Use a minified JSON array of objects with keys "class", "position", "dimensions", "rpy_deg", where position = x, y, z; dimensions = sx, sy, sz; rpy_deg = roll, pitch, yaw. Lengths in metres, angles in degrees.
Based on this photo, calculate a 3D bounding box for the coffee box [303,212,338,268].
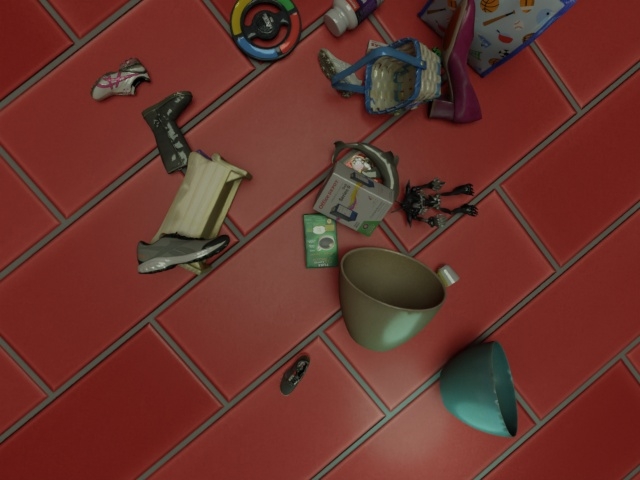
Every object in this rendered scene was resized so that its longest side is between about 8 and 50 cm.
[{"class":"coffee box","position":[0.000,0.000,1.386],"dimensions":[0.113,0.040,0.184],"rpy_deg":[-5,93,-5]}]

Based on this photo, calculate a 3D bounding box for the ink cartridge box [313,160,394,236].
[{"class":"ink cartridge box","position":[0.104,-0.130,1.318],"dimensions":[0.212,0.093,0.154],"rpy_deg":[28,126,-7]}]

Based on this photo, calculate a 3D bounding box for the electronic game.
[{"class":"electronic game","position":[-0.175,-0.689,1.326],"dimensions":[0.229,0.048,0.229],"rpy_deg":[0,93,-5]}]

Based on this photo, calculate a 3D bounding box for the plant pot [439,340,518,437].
[{"class":"plant pot","position":[0.510,0.489,1.368],"dimensions":[0.195,0.290,0.290],"rpy_deg":[-15,96,30]}]

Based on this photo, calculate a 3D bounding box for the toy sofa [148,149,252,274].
[{"class":"toy sofa","position":[-0.367,-0.088,1.292],"dimensions":[0.177,0.150,0.363],"rpy_deg":[24,91,-3]}]

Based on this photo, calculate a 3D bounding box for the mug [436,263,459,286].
[{"class":"mug","position":[0.428,0.121,1.425],"dimensions":[0.078,0.062,0.064],"rpy_deg":[-33,88,-9]}]

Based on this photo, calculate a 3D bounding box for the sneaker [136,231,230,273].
[{"class":"sneaker","position":[-0.392,0.019,1.174],"dimensions":[0.271,0.100,0.108],"rpy_deg":[-13,88,-2]}]

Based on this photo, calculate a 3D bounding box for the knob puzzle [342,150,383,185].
[{"class":"knob puzzle","position":[0.138,-0.204,1.393],"dimensions":[0.213,0.030,0.213],"rpy_deg":[0,93,-5]}]

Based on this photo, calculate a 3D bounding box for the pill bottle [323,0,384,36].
[{"class":"pill bottle","position":[0.106,-0.747,1.319],"dimensions":[0.193,0.108,0.108],"rpy_deg":[-43,96,-2]}]

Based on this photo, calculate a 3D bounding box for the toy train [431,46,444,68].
[{"class":"toy train","position":[0.406,-0.619,1.401],"dimensions":[0.023,0.017,0.083],"rpy_deg":[-37,96,-12]}]

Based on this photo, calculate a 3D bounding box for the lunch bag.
[{"class":"lunch bag","position":[0.524,-0.723,1.222],"dimensions":[0.327,0.385,0.239],"rpy_deg":[38,90,-5]}]

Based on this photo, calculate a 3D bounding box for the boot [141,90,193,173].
[{"class":"boot","position":[-0.447,-0.339,1.308],"dimensions":[0.189,0.076,0.209],"rpy_deg":[-26,88,11]}]

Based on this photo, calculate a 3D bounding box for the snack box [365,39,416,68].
[{"class":"snack box","position":[0.240,-0.611,1.382],"dimensions":[0.178,0.022,0.064],"rpy_deg":[13,91,-6]}]

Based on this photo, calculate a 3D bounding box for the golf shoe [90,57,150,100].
[{"class":"golf shoe","position":[-0.622,-0.483,1.287],"dimensions":[0.186,0.067,0.086],"rpy_deg":[-35,97,-3]}]

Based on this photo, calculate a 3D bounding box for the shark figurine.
[{"class":"shark figurine","position":[0.177,-0.270,1.332],"dimensions":[0.278,0.116,0.166],"rpy_deg":[35,73,-10]}]

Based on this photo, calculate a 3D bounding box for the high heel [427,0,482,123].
[{"class":"high heel","position":[0.459,-0.542,1.281],"dimensions":[0.181,0.377,0.127],"rpy_deg":[4,50,0]}]

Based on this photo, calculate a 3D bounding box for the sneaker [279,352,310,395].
[{"class":"sneaker","position":[-0.088,0.454,1.391],"dimensions":[0.061,0.065,0.158],"rpy_deg":[30,90,-6]}]

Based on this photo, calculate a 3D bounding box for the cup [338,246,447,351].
[{"class":"cup","position":[0.195,0.205,1.304],"dimensions":[0.330,0.331,0.237],"rpy_deg":[12,117,-6]}]

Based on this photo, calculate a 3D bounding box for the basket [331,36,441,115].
[{"class":"basket","position":[0.210,-0.492,1.249],"dimensions":[0.288,0.254,0.201],"rpy_deg":[3,88,-31]}]

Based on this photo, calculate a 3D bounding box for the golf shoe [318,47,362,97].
[{"class":"golf shoe","position":[0.065,-0.559,1.358],"dimensions":[0.086,0.069,0.176],"rpy_deg":[-42,102,-19]}]

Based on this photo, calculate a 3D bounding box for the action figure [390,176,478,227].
[{"class":"action figure","position":[0.377,-0.127,1.366],"dimensions":[0.275,0.141,0.164],"rpy_deg":[-7,95,-8]}]
